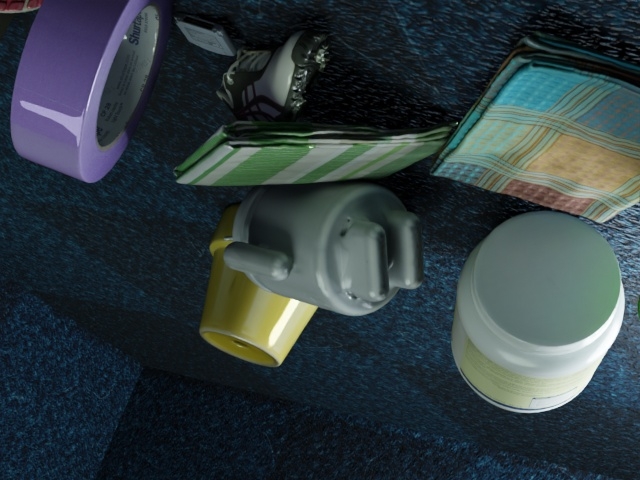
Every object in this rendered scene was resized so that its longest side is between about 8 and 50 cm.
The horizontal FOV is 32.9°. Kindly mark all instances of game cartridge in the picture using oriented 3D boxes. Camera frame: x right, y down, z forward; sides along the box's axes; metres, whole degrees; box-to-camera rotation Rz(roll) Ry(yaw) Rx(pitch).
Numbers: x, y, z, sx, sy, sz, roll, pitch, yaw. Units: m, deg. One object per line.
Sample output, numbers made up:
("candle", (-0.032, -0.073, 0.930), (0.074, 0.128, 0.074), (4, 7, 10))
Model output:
("game cartridge", (-0.147, -0.266, 1.410), (0.083, 0.017, 0.056), (24, 159, 31))

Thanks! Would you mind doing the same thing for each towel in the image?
("towel", (-0.012, -0.115, 1.441), (0.325, 0.038, 0.248), (-4, 171, -24))
("towel", (0.301, -0.113, 1.281), (0.271, 0.040, 0.370), (16, 161, -6))

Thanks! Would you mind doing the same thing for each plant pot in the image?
("plant pot", (-0.108, 0.094, 2.014), (0.254, 0.239, 0.254), (20, 161, 7))

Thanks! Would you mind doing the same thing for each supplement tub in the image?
("supplement tub", (0.317, 0.110, 1.612), (0.235, 0.235, 0.325), (18, 160, 11))

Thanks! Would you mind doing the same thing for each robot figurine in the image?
("robot figurine", (0.000, 0.000, 1.669), (0.300, 0.199, 0.353), (-12, -164, -38))

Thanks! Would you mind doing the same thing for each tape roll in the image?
("tape roll", (-0.270, -0.212, 1.311), (0.090, 0.274, 0.275), (22, 161, 2))

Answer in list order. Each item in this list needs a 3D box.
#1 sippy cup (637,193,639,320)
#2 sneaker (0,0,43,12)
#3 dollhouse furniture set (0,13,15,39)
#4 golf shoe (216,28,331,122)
("sippy cup", (0.477, 0.046, 1.231), (0.240, 0.224, 0.305), (5, 163, 21))
("sneaker", (-0.455, -0.362, 1.388), (0.299, 0.121, 0.112), (15, -171, 16))
("dollhouse furniture set", (-0.418, -0.236, 1.615), (0.259, 0.135, 0.262), (29, 159, -21))
("golf shoe", (-0.069, -0.202, 1.395), (0.120, 0.105, 0.273), (32, 159, -4))
